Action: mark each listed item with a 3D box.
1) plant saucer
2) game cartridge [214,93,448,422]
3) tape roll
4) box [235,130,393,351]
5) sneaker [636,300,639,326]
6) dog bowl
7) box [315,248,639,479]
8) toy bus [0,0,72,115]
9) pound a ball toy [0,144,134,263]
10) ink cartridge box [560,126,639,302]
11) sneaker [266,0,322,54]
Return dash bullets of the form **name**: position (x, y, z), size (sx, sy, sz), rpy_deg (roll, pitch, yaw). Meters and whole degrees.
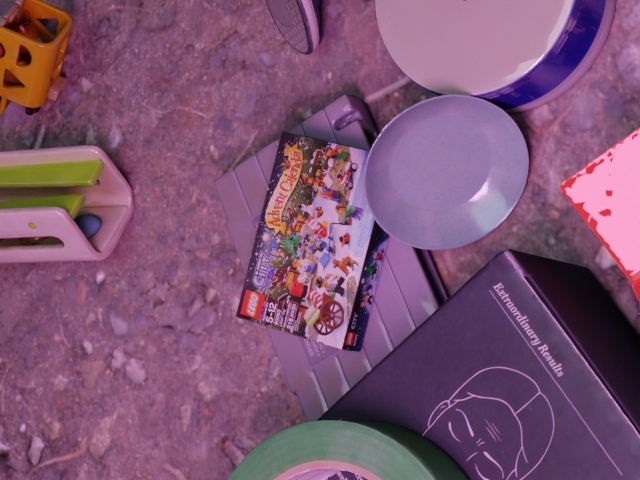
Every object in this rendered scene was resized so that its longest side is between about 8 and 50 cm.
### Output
- **plant saucer**: position (0.140, -0.083, 1.984), size (0.195, 0.195, 0.037), rpy_deg (-52, 25, 16)
- **game cartridge**: position (0.019, 0.030, 2.098), size (0.230, 0.068, 0.355), rpy_deg (-33, 67, 29)
- **tape roll**: position (0.027, 0.345, 1.788), size (0.321, 0.077, 0.321), rpy_deg (-5, 81, 33)
- **box**: position (0.000, 0.000, 2.054), size (0.159, 0.044, 0.233), rpy_deg (14, 91, 33)
- **sneaker**: position (0.384, 0.058, 1.848), size (0.087, 0.083, 0.221), rpy_deg (-14, 79, 22)
- **dog bowl**: position (0.198, -0.283, 1.995), size (0.265, 0.104, 0.265), rpy_deg (-5, 81, 32)
- **box**: position (0.186, 0.250, 1.868), size (0.395, 0.212, 0.293), rpy_deg (-44, 63, 22)
- **toy bus**: position (-0.400, -0.231, 2.368), size (0.104, 0.202, 0.191), rpy_deg (24, 90, 2)
- **pound a ball toy**: position (-0.427, -0.003, 2.321), size (0.319, 0.136, 0.208), rpy_deg (-3, 46, 32)
- **ink cartridge box**: position (0.460, 0.023, 1.715), size (0.308, 0.091, 0.385), rpy_deg (-36, 89, 23)
- **sneaker**: position (0.005, -0.356, 2.142), size (0.086, 0.163, 0.226), rpy_deg (26, 140, 47)
